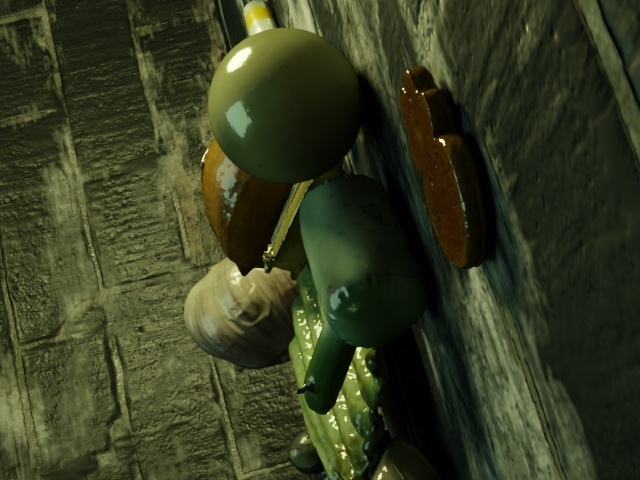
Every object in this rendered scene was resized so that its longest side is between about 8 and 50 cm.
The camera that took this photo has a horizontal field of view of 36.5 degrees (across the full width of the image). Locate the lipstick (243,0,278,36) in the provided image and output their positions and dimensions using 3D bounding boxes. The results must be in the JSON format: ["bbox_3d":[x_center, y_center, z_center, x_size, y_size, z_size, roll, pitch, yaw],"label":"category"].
[{"bbox_3d":[-0.091,-0.350,1.831,0.059,0.059,0.264,85,170,-55],"label":"lipstick"}]

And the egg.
[{"bbox_3d":[-0.042,-0.161,1.169,0.242,0.186,0.186,-137,34,-83],"label":"egg"}]

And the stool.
[{"bbox_3d":[0.046,0.388,1.553,0.153,0.228,0.139,-65,27,27],"label":"stool"}]

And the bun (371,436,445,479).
[{"bbox_3d":[0.111,0.341,1.229,0.173,0.113,0.166,-29,-40,-78],"label":"bun"}]

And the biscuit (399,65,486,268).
[{"bbox_3d":[0.104,-0.061,0.802,0.124,0.026,0.175,96,159,-70],"label":"biscuit"}]

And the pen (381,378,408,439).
[{"bbox_3d":[0.126,0.322,1.470,0.028,0.028,0.239,87,168,-61],"label":"pen"}]

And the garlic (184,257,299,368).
[{"bbox_3d":[-0.109,0.136,1.976,0.259,0.317,0.317,47,164,20],"label":"garlic"}]

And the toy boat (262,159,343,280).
[{"bbox_3d":[-0.023,-0.045,1.441,0.088,0.068,0.226,-103,33,-65],"label":"toy boat"}]

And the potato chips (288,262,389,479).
[{"bbox_3d":[0.028,0.159,1.395,0.429,0.070,0.358,-106,24,-47],"label":"potato chips"}]

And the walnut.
[{"bbox_3d":[-0.099,-0.078,1.579,0.209,0.209,0.336,-111,31,-50],"label":"walnut"}]

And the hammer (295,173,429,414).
[{"bbox_3d":[0.021,0.096,1.168,0.206,0.119,0.335,-107,25,-44],"label":"hammer"}]
